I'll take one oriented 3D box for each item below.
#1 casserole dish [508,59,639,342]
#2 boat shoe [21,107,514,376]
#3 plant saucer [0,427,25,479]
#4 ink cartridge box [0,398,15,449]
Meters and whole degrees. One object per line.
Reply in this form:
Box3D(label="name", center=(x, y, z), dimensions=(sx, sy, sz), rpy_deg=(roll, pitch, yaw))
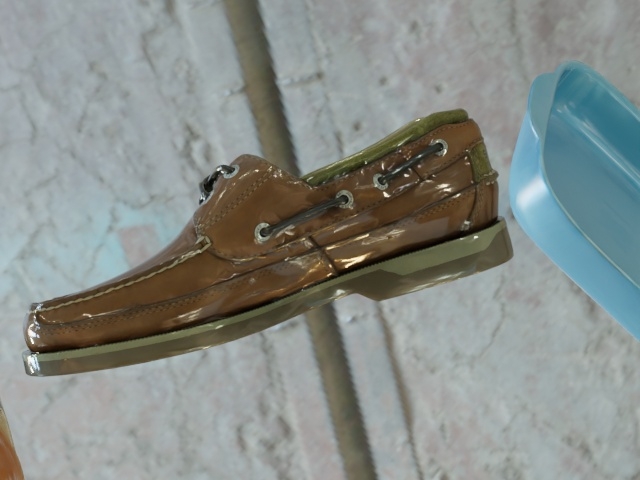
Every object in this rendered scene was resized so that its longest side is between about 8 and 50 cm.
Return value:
Box3D(label="casserole dish", center=(0.153, -0.004, 0.655), dimensions=(0.188, 0.114, 0.037), rpy_deg=(40, 133, -18))
Box3D(label="boat shoe", center=(-0.038, -0.002, 0.825), dimensions=(0.110, 0.307, 0.104), rpy_deg=(-172, 67, -73))
Box3D(label="plant saucer", center=(-0.349, 0.218, 1.163), dimensions=(0.200, 0.200, 0.037), rpy_deg=(53, 133, -1))
Box3D(label="ink cartridge box", center=(-0.449, 0.212, 1.438), dimensions=(0.193, 0.234, 0.088), rpy_deg=(-143, 40, -66))
